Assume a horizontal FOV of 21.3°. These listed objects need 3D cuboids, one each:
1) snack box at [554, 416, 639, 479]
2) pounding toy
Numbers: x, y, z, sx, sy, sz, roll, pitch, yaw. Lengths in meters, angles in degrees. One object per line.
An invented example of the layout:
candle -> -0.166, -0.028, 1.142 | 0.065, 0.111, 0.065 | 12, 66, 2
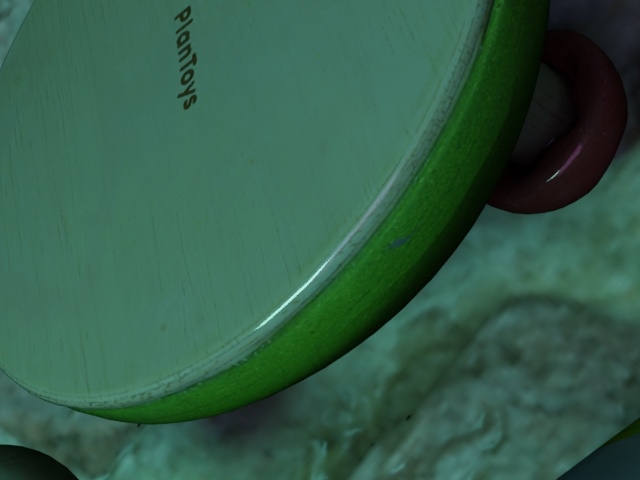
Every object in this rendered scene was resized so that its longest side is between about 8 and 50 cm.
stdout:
snack box -> 0.128, 0.071, 0.348 | 0.207, 0.174, 0.070 | -16, 98, 48
pounding toy -> 0.000, 0.000, 0.435 | 0.183, 0.110, 0.237 | -7, 61, 45
